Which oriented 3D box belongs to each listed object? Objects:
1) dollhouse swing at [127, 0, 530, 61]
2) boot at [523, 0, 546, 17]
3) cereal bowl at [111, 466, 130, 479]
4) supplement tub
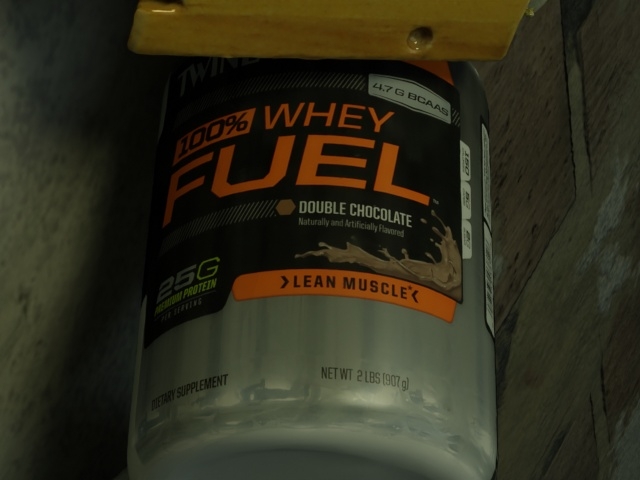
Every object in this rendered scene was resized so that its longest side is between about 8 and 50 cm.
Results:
[{"bbox_3d":[0.025,-0.326,0.848,0.315,0.305,0.347,-2,133,-23],"label":"dollhouse swing"},{"bbox_3d":[0.138,-0.213,1.307,0.213,0.077,0.165,-51,167,-2],"label":"boot"},{"bbox_3d":[-0.109,0.280,1.069,0.339,0.141,0.339,-41,139,-47],"label":"cereal bowl"},{"bbox_3d":[0.000,0.000,0.937,0.207,0.207,0.338,62,25,-55],"label":"supplement tub"}]
